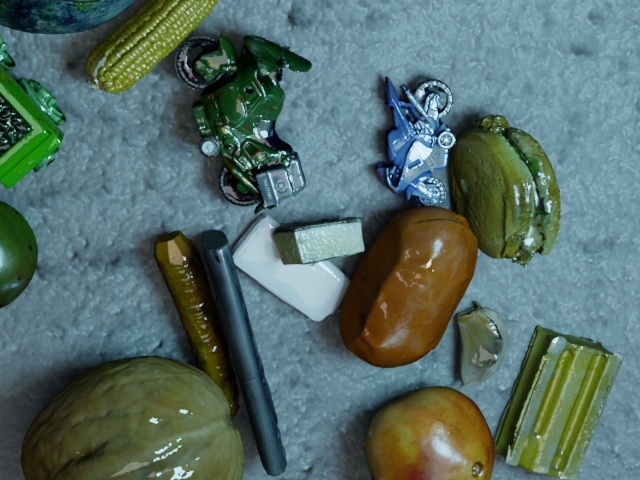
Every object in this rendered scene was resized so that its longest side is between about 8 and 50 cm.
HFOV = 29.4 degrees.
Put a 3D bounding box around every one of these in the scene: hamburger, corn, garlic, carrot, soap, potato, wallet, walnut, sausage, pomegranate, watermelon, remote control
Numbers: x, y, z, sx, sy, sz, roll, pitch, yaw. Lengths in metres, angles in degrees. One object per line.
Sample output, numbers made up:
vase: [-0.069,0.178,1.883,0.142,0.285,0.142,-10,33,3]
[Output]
hamburger: [0.281,-0.080,1.806,0.122,0.189,0.215,-16,109,-16]
corn: [-0.233,-0.292,1.702,0.238,0.080,0.080,-40,109,1]
garlic: [0.258,0.170,1.941,0.084,0.066,0.152,1,104,18]
carrot: [-0.176,0.133,1.843,0.066,0.066,0.314,-20,109,-4]
soap: [0.384,0.264,1.980,0.135,0.076,0.233,16,102,-14]
potato: [0.002,0.000,1.812,0.122,0.086,0.061,-10,96,-28]
wallet: [-0.043,0.046,1.860,0.190,0.033,0.095,38,98,-18]
walnut: [-0.275,0.328,1.773,0.333,0.333,0.332,-3,107,-10]
sausage: [0.131,0.068,1.828,0.141,0.153,0.268,18,111,-29]
pomegranate: [0.172,0.326,1.897,0.209,0.209,0.209,-3,107,-10]
watermelon: [-0.371,-0.390,1.623,0.318,0.148,0.226,2,98,-13]
remote control: [-0.114,0.172,1.845,0.044,0.107,0.377,-15,108,-3]
pomegranate: [-0.501,-0.003,1.700,0.187,0.187,0.225,-28,84,-1]

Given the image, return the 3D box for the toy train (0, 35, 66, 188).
toy train: [-0.449,-0.186,1.637,0.132,0.188,0.243,-40,109,5]

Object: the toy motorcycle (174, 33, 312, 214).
toy motorcycle: [-0.087,-0.176,1.746,0.187,0.125,0.274,-15,111,4]

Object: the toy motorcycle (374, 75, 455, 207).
toy motorcycle: [0.139,-0.142,1.821,0.114,0.076,0.205,1,105,-3]
